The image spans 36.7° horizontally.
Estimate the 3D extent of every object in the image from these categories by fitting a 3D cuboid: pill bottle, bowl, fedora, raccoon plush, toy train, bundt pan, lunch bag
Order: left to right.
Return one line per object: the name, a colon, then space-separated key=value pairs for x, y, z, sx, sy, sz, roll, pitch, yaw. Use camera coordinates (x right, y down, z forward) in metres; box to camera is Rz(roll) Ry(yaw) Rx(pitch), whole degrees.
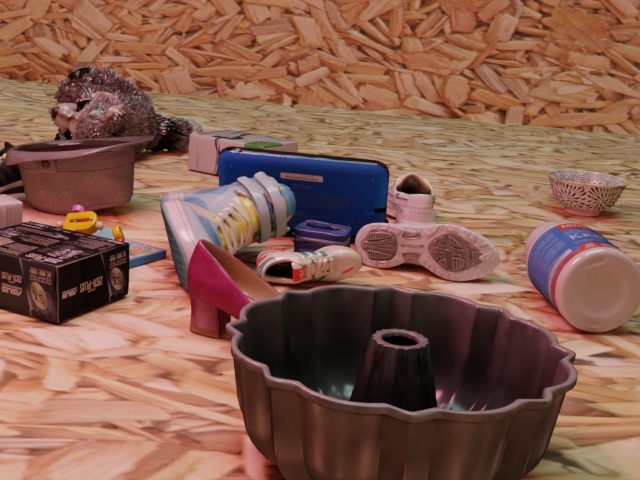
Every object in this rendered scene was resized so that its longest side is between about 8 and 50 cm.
toy train: x=-0.360 y=0.016 z=1.425 sx=0.166 sy=0.046 sz=0.125 roll=21 pitch=63 yaw=29
fedora: x=-0.436 y=-0.119 z=1.763 sx=0.275 sy=0.124 sz=0.244 roll=-2 pitch=12 yaw=7
raccoon plush: x=-0.408 y=-0.262 z=2.200 sx=0.446 sy=0.216 sz=0.299 roll=-5 pitch=26 yaw=-34
lunch bag: x=0.000 y=0.000 z=1.567 sx=0.098 sy=0.065 sz=0.067 roll=9 pitch=15 yaw=14
bundt pan: x=0.071 y=0.150 z=0.918 sx=0.330 sy=0.124 sz=0.331 roll=4 pitch=14 yaw=-1
pill bottle: x=0.372 y=0.041 z=1.411 sx=0.124 sy=0.124 sz=0.221 roll=3 pitch=15 yaw=-6
bowl: x=0.570 y=-0.098 z=2.079 sx=0.170 sy=0.080 sz=0.170 roll=5 pitch=15 yaw=-1

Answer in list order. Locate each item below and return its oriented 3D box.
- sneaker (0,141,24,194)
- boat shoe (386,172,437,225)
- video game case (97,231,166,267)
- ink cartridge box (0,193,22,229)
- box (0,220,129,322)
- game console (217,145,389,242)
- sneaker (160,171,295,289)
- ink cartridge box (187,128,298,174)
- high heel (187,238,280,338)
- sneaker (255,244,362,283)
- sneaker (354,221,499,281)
sneaker: x=-0.617 y=-0.141 z=1.845 sx=0.084 sy=0.097 sz=0.234 roll=12 pitch=17 yaw=28
boat shoe: x=0.180 y=-0.086 z=1.881 sx=0.098 sy=0.096 sz=0.277 roll=2 pitch=15 yaw=-8
video game case: x=-0.342 y=0.014 z=1.510 sx=0.166 sy=0.015 sz=0.119 roll=13 pitch=17 yaw=30
ink cartridge box: x=-0.512 y=-0.002 z=1.345 sx=0.180 sy=0.104 sz=0.060 roll=-10 pitch=22 yaw=-42
box: x=-0.371 y=0.038 z=1.289 sx=0.180 sy=0.078 sz=0.147 roll=11 pitch=16 yaw=24
game console: x=-0.021 y=-0.093 z=1.728 sx=0.293 sy=0.250 sz=0.173 roll=6 pitch=41 yaw=5
sneaker: x=-0.129 y=-0.028 z=1.448 sx=0.208 sy=0.127 sz=0.319 roll=-13 pitch=18 yaw=-8
ink cartridge box: x=-0.178 y=-0.195 z=2.201 sx=0.208 sy=0.087 sz=0.153 roll=12 pitch=16 yaw=29
high heel: x=-0.050 y=0.071 z=1.185 sx=0.244 sy=0.117 sz=0.082 roll=10 pitch=16 yaw=20
sneaker: x=-0.017 y=0.044 z=1.426 sx=0.161 sy=0.057 sz=0.075 roll=0 pitch=18 yaw=-1
sneaker: x=0.180 y=0.005 z=1.569 sx=0.232 sy=0.090 sz=0.115 roll=11 pitch=13 yaw=18
